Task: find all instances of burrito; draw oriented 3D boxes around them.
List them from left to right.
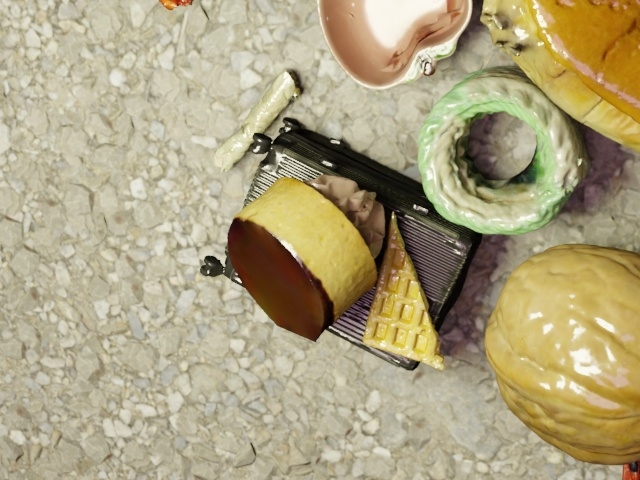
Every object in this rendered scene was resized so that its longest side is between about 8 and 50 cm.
[{"bbox_3d":[-0.093,-0.168,1.871,0.041,0.045,0.185,29,115,-30],"label":"burrito"}]

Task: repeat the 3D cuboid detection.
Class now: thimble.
[{"bbox_3d":[0.242,-0.117,1.716,0.219,0.150,0.219,6,108,18],"label":"thimble"}]

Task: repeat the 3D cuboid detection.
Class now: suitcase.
[{"bbox_3d":[0.037,0.007,1.820,0.335,0.152,0.230,27,113,10],"label":"suitcase"}]

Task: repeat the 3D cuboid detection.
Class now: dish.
[{"bbox_3d":[0.106,-0.307,1.742,0.213,0.090,0.213,5,104,19],"label":"dish"}]

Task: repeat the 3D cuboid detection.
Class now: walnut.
[{"bbox_3d":[0.353,0.143,1.686,0.313,0.277,0.252,25,72,44],"label":"walnut"}]

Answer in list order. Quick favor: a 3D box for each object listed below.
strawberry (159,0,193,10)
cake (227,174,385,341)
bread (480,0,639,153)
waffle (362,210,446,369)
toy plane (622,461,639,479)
[{"bbox_3d":[-0.220,-0.417,1.835,0.121,0.082,0.188,-16,110,42],"label":"strawberry"},{"bbox_3d":[0.000,0.000,1.677,0.185,0.178,0.208,39,148,23],"label":"cake"},{"bbox_3d":[0.389,-0.250,1.588,0.388,0.183,0.236,30,76,-2],"label":"bread"},{"bbox_3d":[0.130,0.065,1.716,0.125,0.032,0.191,19,113,10],"label":"waffle"},{"bbox_3d":[0.441,0.337,1.828,0.130,0.061,0.189,-6,99,21],"label":"toy plane"}]
